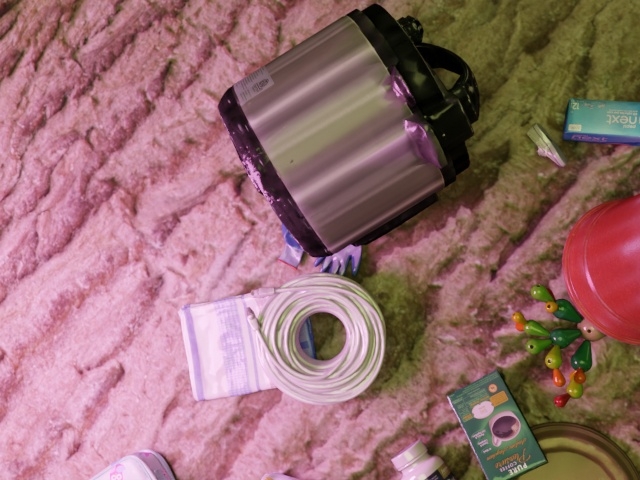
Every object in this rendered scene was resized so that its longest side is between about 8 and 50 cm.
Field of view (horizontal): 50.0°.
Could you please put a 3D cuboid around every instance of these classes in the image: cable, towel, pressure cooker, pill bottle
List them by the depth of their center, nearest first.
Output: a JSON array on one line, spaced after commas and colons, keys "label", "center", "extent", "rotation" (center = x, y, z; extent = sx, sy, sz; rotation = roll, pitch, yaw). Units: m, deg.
[{"label": "pressure cooker", "center": [0.075, -0.210, 1.240], "extent": [0.420, 0.375, 0.370], "rotation": [-32, 75, 4]}, {"label": "pill bottle", "center": [0.208, 0.462, 1.277], "extent": [0.094, 0.094, 0.169], "rotation": [-37, 76, 8]}, {"label": "cable", "center": [0.000, 0.191, 1.346], "extent": [0.257, 0.089, 0.257], "rotation": [-15, 85, 0]}, {"label": "towel", "center": [-0.153, 0.213, 1.433], "extent": [0.284, 0.034, 0.209], "rotation": [-12, 82, 13]}]

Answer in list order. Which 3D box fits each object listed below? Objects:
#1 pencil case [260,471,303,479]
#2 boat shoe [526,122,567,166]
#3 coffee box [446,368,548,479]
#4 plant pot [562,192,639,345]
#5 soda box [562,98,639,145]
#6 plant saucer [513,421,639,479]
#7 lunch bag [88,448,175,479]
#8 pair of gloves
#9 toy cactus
[{"label": "pencil case", "center": [0.006, 0.524, 1.314], "extent": [0.273, 0.113, 0.124], "rotation": [3, 74, 15]}, {"label": "boat shoe", "center": [0.435, -0.178, 1.326], "extent": [0.035, 0.035, 0.100], "rotation": [-42, 78, 35]}, {"label": "coffee box", "center": [0.324, 0.346, 1.264], "extent": [0.113, 0.040, 0.184], "rotation": [-31, 60, 10]}, {"label": "plant pot", "center": [0.572, 0.020, 1.111], "extent": [0.272, 0.265, 0.273], "rotation": [0, 75, 0]}, {"label": "soda box", "center": [0.564, -0.216, 1.272], "extent": [0.210, 0.071, 0.067], "rotation": [8, 86, 15]}, {"label": "plant saucer", "center": [0.444, 0.473, 1.244], "extent": [0.277, 0.041, 0.278], "rotation": [-1, 84, 14]}, {"label": "lunch bag", "center": [-0.368, 0.588, 1.407], "extent": [0.224, 0.108, 0.279], "rotation": [-36, 78, 3]}, {"label": "pair of gloves", "center": [0.000, 0.000, 1.423], "extent": [0.198, 0.023, 0.159], "rotation": [22, 88, 15]}, {"label": "toy cactus", "center": [0.458, 0.177, 1.256], "extent": [0.180, 0.112, 0.219], "rotation": [-18, 76, -7]}]
